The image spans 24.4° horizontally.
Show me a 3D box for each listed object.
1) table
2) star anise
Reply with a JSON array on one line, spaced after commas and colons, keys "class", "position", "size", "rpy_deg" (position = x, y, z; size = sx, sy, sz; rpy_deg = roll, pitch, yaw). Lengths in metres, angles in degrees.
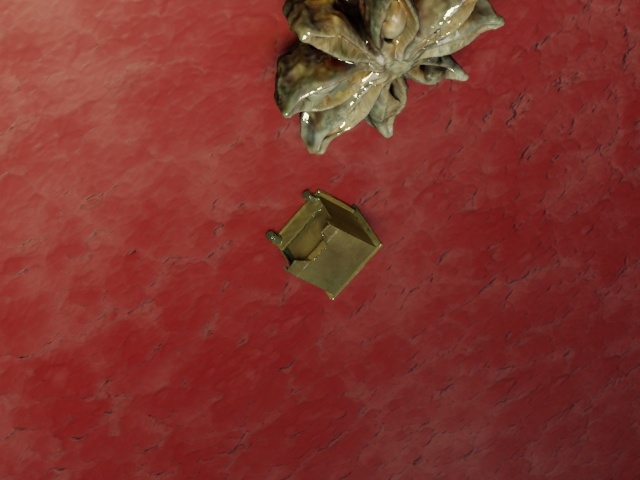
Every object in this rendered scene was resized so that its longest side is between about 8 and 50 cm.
[{"class": "table", "position": [0.000, 0.000, 1.558], "size": [0.083, 0.070, 0.082], "rpy_deg": [-47, 136, 15]}, {"class": "star anise", "position": [0.052, -0.192, 1.374], "size": [0.223, 0.109, 0.236], "rpy_deg": [-30, 159, 6]}]
